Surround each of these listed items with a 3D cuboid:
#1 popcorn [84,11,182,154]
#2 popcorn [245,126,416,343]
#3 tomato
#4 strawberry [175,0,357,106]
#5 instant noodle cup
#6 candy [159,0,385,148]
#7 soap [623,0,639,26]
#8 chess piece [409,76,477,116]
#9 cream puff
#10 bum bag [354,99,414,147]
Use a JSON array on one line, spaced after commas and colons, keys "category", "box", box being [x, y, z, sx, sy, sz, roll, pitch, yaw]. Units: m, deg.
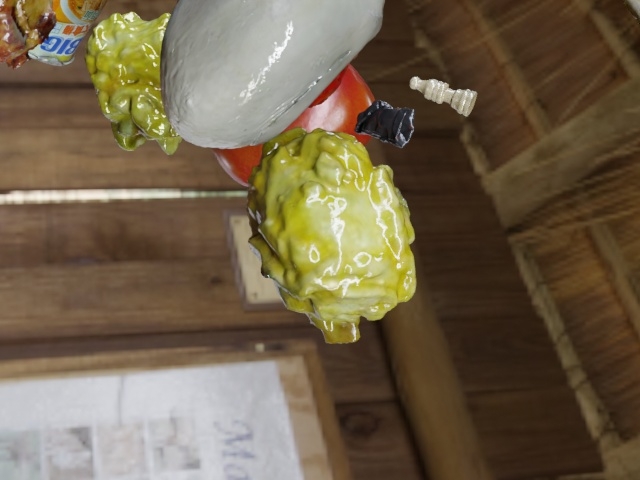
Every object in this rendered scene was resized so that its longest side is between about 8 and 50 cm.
[{"category": "popcorn", "box": [-0.278, -0.285, 2.050, 0.241, 0.250, 0.235, 62, 34, -50]}, {"category": "popcorn", "box": [0.000, 0.000, 1.350, 0.233, 0.192, 0.266, 33, -42, 50]}, {"category": "tomato", "box": [-0.055, -0.218, 1.975, 0.226, 0.299, 0.298, 62, -14, -5]}, {"category": "strawberry", "box": [-0.054, -0.320, 1.659, 0.292, 0.310, 0.291, 13, -71, 41]}, {"category": "instant noodle cup", "box": [-0.542, -0.522, 2.264, 0.214, 0.296, 0.296, -45, -144, 21]}, {"category": "candy", "box": [-0.066, -0.221, 1.254, 0.185, 0.295, 0.295, 47, -17, -3]}, {"category": "soap", "box": [0.427, -0.295, 1.303, 0.156, 0.293, 0.335, -48, -141, 26]}, {"category": "chess piece", "box": [0.165, -0.202, 1.569, 0.035, 0.092, 0.035, -57, 162, -30]}, {"category": "cream puff", "box": [-0.554, -0.432, 1.828, 0.350, 0.229, 0.350, 162, -90, -85]}, {"category": "bum bag", "box": [0.089, -0.159, 1.550, 0.124, 0.034, 0.058, 30, -86, 52]}]
